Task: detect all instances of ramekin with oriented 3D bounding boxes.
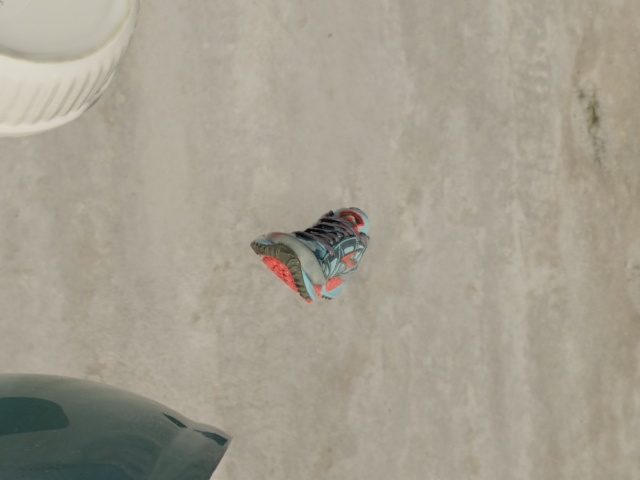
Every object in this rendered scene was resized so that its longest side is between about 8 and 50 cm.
[{"bbox_3d":[-0.237,-0.191,0.505,0.207,0.109,0.207,8,77,-37],"label":"ramekin"}]

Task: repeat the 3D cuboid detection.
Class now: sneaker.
[{"bbox_3d":[0.000,0.000,0.845,0.104,0.262,0.125,41,95,10],"label":"sneaker"}]

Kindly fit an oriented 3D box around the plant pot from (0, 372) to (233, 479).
[{"bbox_3d":[-0.211,0.195,0.394,0.196,0.293,0.293,32,62,2],"label":"plant pot"}]
